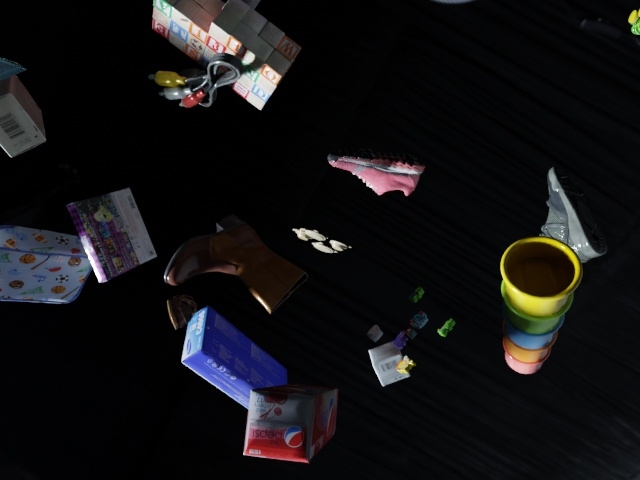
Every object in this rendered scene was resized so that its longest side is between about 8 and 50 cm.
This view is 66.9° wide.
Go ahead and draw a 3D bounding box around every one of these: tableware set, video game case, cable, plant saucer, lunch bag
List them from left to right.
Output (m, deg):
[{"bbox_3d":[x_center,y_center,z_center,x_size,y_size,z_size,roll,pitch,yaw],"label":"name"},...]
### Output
[{"bbox_3d":[-0.642,-0.340,0.950,0.067,0.018,0.192,-27,19,-8],"label":"plant saucer"},{"bbox_3d":[-0.843,0.081,1.410,0.243,0.303,0.115,-50,50,25],"label":"lunch bag"},{"bbox_3d":[-0.600,-0.022,1.415,0.041,0.232,0.210,-14,12,26],"label":"video game case"},{"bbox_3d":[-0.255,-0.336,1.067,0.287,0.139,0.072,13,73,43],"label":"cable"},{"bbox_3d":[0.000,0.000,1.428,0.141,0.168,0.020,0,65,54],"label":"tableware set"}]

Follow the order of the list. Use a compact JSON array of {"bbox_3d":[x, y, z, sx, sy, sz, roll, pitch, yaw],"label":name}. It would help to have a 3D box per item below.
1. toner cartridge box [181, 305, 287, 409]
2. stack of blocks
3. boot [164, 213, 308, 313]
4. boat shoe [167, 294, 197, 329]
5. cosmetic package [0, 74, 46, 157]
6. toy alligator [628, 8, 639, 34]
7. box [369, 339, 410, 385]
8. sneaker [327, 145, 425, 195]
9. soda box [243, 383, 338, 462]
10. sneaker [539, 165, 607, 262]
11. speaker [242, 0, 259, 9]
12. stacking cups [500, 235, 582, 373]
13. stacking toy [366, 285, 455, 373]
[{"bbox_3d":[-0.226,0.349,1.349,0.075,0.348,0.165,-34,31,15],"label":"toner cartridge box"},{"bbox_3d":[-0.207,-0.436,1.044,0.087,0.297,0.171,-60,13,-20],"label":"stack of blocks"},{"bbox_3d":[-0.215,0.093,1.229,0.264,0.280,0.096,-37,-23,-33],"label":"boot"},{"bbox_3d":[-0.357,0.175,1.258,0.207,0.073,0.073,-164,60,-72],"label":"boat shoe"},{"bbox_3d":[-0.928,-0.388,1.453,0.113,0.160,0.309,-32,40,-13],"label":"cosmetic package"},{"bbox_3d":[0.766,-0.514,1.114,0.190,0.056,0.052,-62,-13,-83],"label":"toy alligator"},{"bbox_3d":[0.229,0.408,1.615,0.101,0.102,0.087,-23,24,5],"label":"box"},{"bbox_3d":[0.173,-0.212,1.556,0.116,0.313,0.136,-90,10,-63],"label":"sneaker"},{"bbox_3d":[-0.035,0.267,0.739,0.263,0.092,0.084,59,-146,-72],"label":"soda box"},{"bbox_3d":[0.511,-0.046,1.046,0.130,0.087,0.228,-44,45,49],"label":"sneaker"},{"bbox_3d":[-0.146,-0.542,1.043,0.055,0.055,0.136,-60,21,-5],"label":"speaker"},{"bbox_3d":[0.323,0.120,0.725,0.096,0.095,0.316,-61,-33,-24],"label":"stacking cups"},{"bbox_3d":[0.262,0.259,1.411,0.221,0.167,0.052,-44,18,-1],"label":"stacking toy"}]
